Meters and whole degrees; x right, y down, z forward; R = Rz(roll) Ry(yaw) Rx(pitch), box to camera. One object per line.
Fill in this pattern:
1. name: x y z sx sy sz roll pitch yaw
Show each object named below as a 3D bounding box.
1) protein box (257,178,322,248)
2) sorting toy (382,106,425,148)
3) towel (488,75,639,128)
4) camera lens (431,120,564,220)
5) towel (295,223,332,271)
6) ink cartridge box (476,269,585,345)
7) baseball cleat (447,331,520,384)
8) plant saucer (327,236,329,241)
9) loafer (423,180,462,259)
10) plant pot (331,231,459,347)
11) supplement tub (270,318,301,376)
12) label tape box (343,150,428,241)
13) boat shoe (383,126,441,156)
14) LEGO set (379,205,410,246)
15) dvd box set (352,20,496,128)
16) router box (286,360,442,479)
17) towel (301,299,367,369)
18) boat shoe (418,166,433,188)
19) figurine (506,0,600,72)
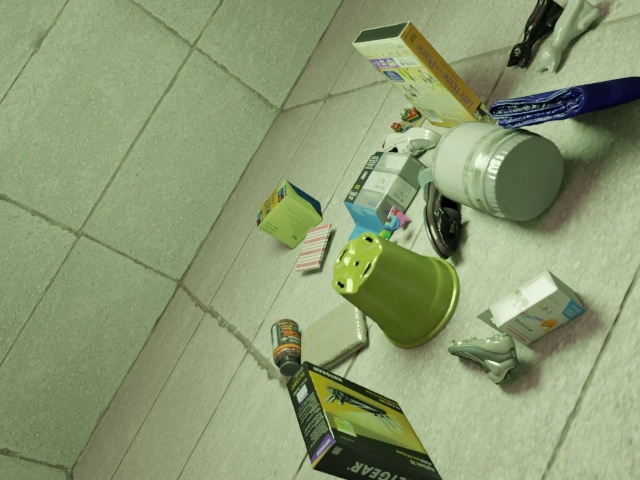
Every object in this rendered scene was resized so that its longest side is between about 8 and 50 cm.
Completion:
1. protein box: -0.135 -0.111 2.138 0.201 0.200 0.136 -45 30 25
2. sorting toy: 0.336 -0.458 1.890 0.274 0.046 0.132 -55 27 4
3. towel: 0.570 -0.310 1.134 0.228 0.308 0.076 7 111 55
4. camera lens: 0.431 -0.180 1.254 0.219 0.219 0.274 -56 27 4
5. towel: -0.022 0.030 1.951 0.144 0.029 0.197 -14 53 53
6. ink cartridge box: 0.432 0.152 1.034 0.181 0.104 0.061 -43 30 29
7. baseball cleat: 0.352 0.262 1.089 0.206 0.072 0.109 136 121 -68
8. plant saucer: 0.000 0.000 1.995 0.119 0.021 0.119 -39 33 32
9. loafer: 0.354 -0.081 1.411 0.095 0.109 0.302 -33 33 32
10. plant pot: 0.178 0.112 1.331 0.276 0.254 0.276 -40 32 32
11. supplement tub: -0.113 0.369 1.709 0.106 0.106 0.197 -47 30 20
12. label tape box: 0.196 -0.142 1.728 0.333 0.106 0.241 -59 27 -3
13. boat shoe: 0.315 -0.328 1.746 0.277 0.098 0.096 7 74 65
14. LEGO set: 0.227 0.006 1.562 0.087 0.093 0.227 74 -139 -85
15. dvd box set: 0.320 -0.498 1.550 0.062 0.420 0.307 -54 27 2
16. router box: 0.090 0.419 1.098 0.081 0.309 0.243 -53 28 11
17. towel: 0.040 0.310 1.582 0.282 0.049 0.187 -39 34 30
18. boat shoe: 0.379 -0.215 1.559 0.083 0.065 0.183 -22 -6 -19
19. figurine: 0.667 -0.593 1.458 0.209 0.092 0.215 -59 27 14
